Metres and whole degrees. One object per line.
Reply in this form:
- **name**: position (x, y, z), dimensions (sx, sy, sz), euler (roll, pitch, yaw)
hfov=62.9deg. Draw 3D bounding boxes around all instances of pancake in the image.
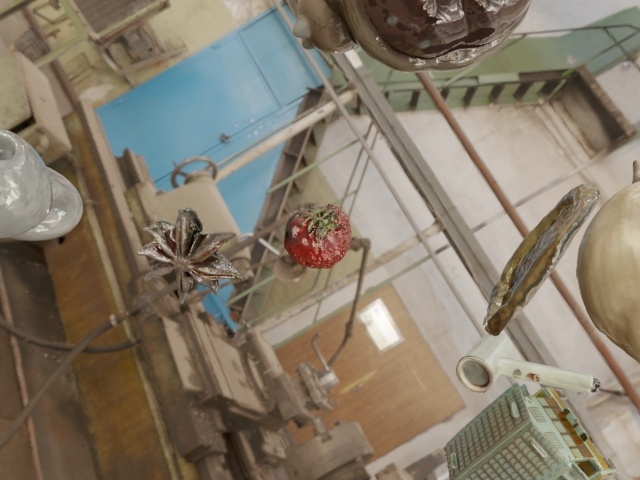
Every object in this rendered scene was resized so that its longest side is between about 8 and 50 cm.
- **pancake**: position (0.293, 0.026, 0.716), dimensions (0.031, 0.250, 0.250), euler (34, -5, 11)

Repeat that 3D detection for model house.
- **model house**: position (0.385, 0.404, 0.993), dimensions (0.215, 0.224, 0.198), euler (15, 36, -32)

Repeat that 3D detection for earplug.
- **earplug**: position (-0.540, -0.095, 0.917), dimensions (0.214, 0.175, 0.325), euler (29, -3, -8)

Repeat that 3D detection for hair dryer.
- **hair dryer**: position (0.384, 0.231, 0.956), dimensions (0.236, 0.131, 0.073), euler (0, -74, 41)

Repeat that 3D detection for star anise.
- **star anise**: position (-0.213, 0.026, 0.879), dimensions (0.061, 0.180, 0.205), euler (-78, 162, -50)

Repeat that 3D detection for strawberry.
- **strawberry**: position (0.000, 0.000, 0.738), dimensions (0.106, 0.106, 0.106), euler (59, 0, 0)

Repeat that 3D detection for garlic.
- **garlic**: position (0.210, 0.020, 0.354), dimensions (0.084, 0.066, 0.152), euler (-1, 76, -60)

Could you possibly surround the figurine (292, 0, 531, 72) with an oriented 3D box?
- **figurine**: position (0.116, -0.282, 0.402), dimensions (0.380, 0.248, 0.203), euler (128, -57, -68)
